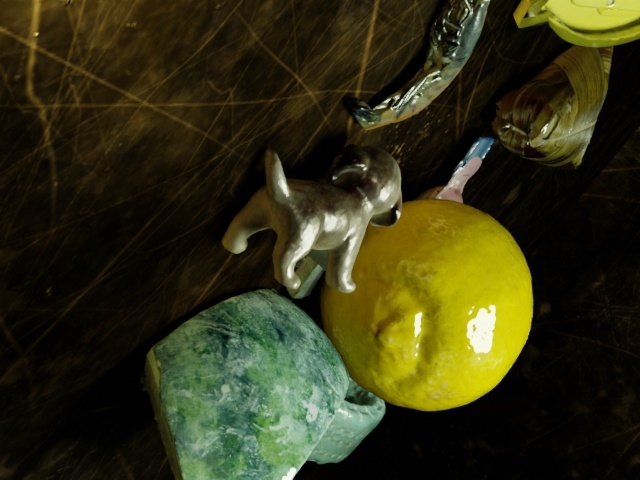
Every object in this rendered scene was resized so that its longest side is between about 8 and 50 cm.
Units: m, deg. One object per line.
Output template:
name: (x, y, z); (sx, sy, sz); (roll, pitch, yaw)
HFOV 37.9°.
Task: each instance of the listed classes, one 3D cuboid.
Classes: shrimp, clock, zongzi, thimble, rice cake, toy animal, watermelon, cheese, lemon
shrimp: (0.118, -0.217, 1.074); (0.198, 0.051, 0.262); (-36, 163, -33)
clock: (0.427, -0.387, 1.280); (0.294, 0.071, 0.277); (4, 143, -27)
zongzi: (0.417, -0.271, 1.597); (0.286, 0.134, 0.288); (1, 116, -63)
thimble: (-0.003, 0.298, 1.718); (0.235, 0.198, 0.143); (24, 113, -43)
rice cake: (0.014, 0.002, 1.350); (0.033, 0.033, 0.207); (-1, 131, -55)
toy animal: (-0.002, -0.031, 1.099); (0.233, 0.121, 0.168); (-9, 123, -50)
watermelon: (-0.123, 0.224, 1.234); (0.258, 0.228, 0.387); (-47, 175, 30)
cheese: (0.211, -0.061, 1.627); (0.286, 0.074, 0.189); (-58, 162, 21)
lemon: (0.168, 0.094, 1.443); (0.348, 0.348, 0.348); (-43, 163, -16)

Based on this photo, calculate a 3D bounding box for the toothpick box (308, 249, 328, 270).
toothpick box: (0.000, 0.000, 1.215); (0.052, 0.083, 0.052); (-42, 163, -16)
